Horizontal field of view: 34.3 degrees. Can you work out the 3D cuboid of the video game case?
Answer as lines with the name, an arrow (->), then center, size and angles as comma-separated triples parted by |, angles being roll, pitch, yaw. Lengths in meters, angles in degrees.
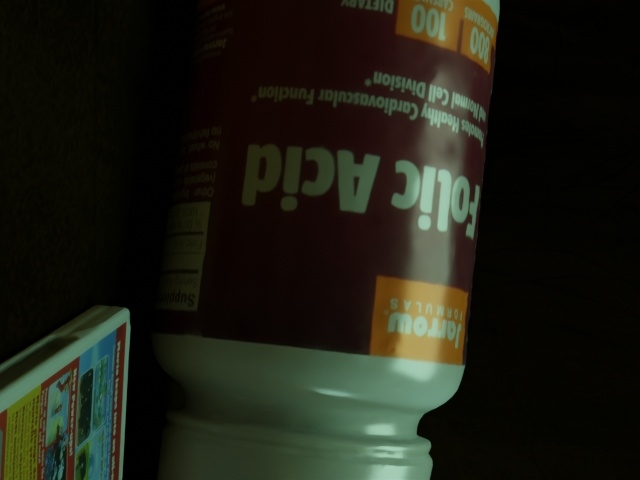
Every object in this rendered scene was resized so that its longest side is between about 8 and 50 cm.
video game case -> -0.149, 0.159, 0.486 | 0.285, 0.025, 0.204 | -47, 142, -78

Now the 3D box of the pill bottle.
pill bottle -> 0.000, 0.000, 0.741 | 0.224, 0.224, 0.392 | 48, 48, -81
